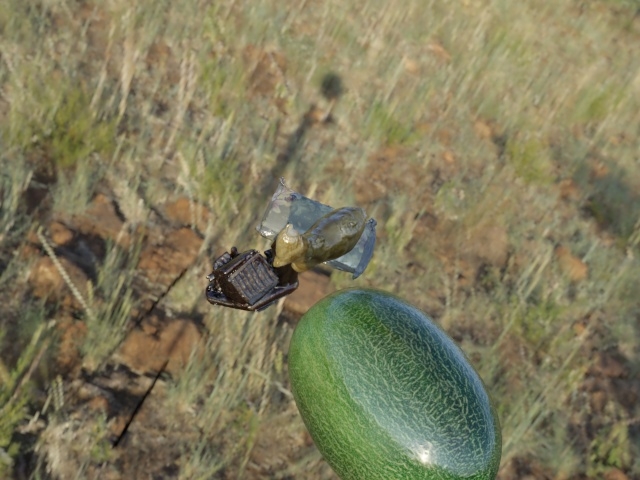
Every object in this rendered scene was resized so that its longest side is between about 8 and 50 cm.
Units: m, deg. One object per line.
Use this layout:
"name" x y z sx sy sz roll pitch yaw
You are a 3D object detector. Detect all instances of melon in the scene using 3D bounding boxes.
"melon" 0.077 0.170 0.902 0.182 0.182 0.288 6 37 -42

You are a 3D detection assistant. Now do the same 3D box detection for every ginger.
"ginger" 0.000 0.000 1.523 0.081 0.147 0.333 64 23 3

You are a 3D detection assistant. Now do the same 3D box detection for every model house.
"model house" -0.120 0.047 1.726 0.203 0.164 0.141 -34 56 -25

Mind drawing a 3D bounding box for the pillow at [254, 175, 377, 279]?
"pillow" -0.005 -0.021 1.872 0.255 0.059 0.169 25 58 -9
